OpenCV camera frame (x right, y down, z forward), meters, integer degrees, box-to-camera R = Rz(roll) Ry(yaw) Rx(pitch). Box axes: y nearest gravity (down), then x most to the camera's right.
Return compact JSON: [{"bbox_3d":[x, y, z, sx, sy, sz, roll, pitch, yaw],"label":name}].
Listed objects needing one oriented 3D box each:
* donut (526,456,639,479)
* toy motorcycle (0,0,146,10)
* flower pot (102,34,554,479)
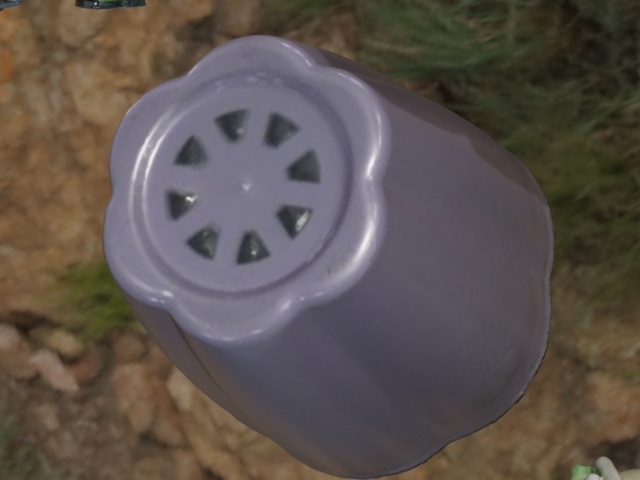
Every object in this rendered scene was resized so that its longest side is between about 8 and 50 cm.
[{"bbox_3d":[0.230,0.265,1.068,0.383,0.142,0.382,7,140,6],"label":"donut"},{"bbox_3d":[-0.204,-0.193,1.154,0.058,0.173,0.100,17,113,58],"label":"toy motorcycle"},{"bbox_3d":[0.000,0.000,1.071,0.265,0.243,0.265,-5,73,17],"label":"flower pot"}]
